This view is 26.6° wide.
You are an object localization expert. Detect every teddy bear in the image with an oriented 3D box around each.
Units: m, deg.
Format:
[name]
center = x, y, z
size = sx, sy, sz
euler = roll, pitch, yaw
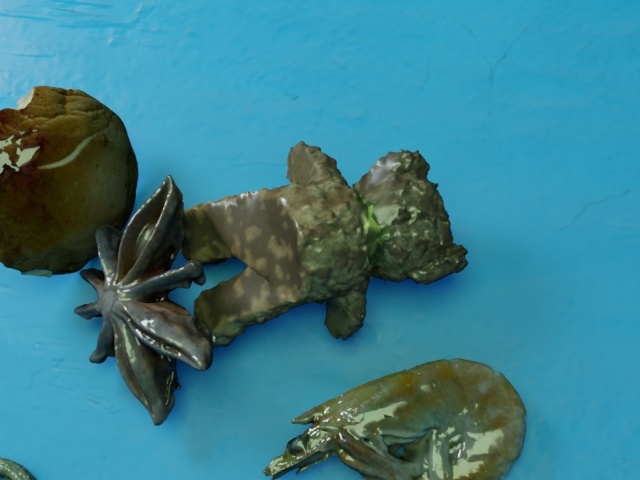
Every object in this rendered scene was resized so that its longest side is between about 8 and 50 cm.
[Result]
[teddy bear]
center = -0.006, 0.003, 1.629
size = 0.296, 0.222, 0.246
euler = -23, 76, 42

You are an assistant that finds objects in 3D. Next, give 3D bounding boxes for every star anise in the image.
[star anise]
center = -0.199, 0.081, 1.598
size = 0.198, 0.110, 0.257
euler = -31, 72, 34

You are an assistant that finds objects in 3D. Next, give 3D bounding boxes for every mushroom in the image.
[mushroom]
center = -0.377, -0.107, 1.662
size = 0.301, 0.208, 0.233
euler = 37, 51, 18

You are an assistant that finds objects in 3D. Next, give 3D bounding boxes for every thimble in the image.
[thimble]
center = -0.377, 0.302, 1.596
size = 0.110, 0.062, 0.084
euler = 31, 79, 12

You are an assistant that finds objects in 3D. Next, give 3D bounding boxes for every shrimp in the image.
[shrimp]
center = 0.091, 0.242, 1.582
size = 0.317, 0.077, 0.168
euler = -19, 77, -5
